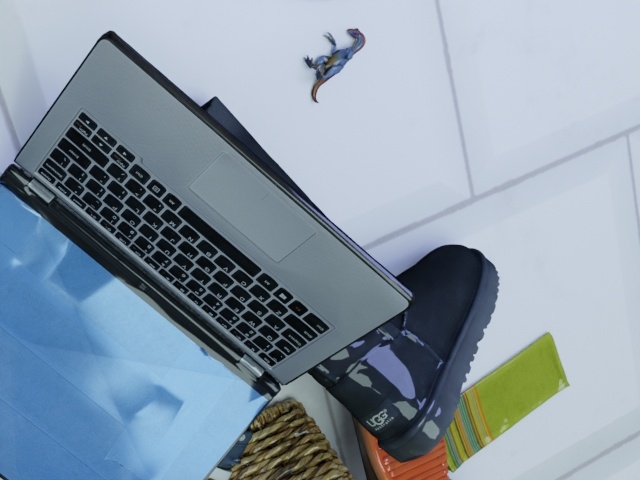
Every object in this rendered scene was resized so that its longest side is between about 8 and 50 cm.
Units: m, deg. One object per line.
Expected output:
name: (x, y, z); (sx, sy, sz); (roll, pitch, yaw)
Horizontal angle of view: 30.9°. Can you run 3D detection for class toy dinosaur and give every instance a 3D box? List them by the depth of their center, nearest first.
toy dinosaur: (0.020, -0.227, 1.430); (0.082, 0.047, 0.090); (-25, 148, -32)

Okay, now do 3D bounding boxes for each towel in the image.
towel: (0.264, 0.236, 1.694); (0.237, 0.021, 0.102); (-32, 118, -20)

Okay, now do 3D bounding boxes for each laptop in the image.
laptop: (-0.198, 0.085, 1.147); (0.382, 0.408, 0.236); (41, 50, -10)

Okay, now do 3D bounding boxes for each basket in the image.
basket: (-0.095, 0.387, 1.484); (0.299, 0.223, 0.213); (-27, 148, -22)

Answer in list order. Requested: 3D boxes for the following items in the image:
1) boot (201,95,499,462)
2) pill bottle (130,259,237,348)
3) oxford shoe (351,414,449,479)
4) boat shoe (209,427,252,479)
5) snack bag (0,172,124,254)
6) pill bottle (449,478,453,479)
boot: (0.000, 0.001, 1.393); (0.445, 0.367, 0.146); (40, 124, -12)
pill bottle: (-0.131, 0.098, 1.367); (0.216, 0.121, 0.121); (27, 89, -33)
oxford shoe: (0.098, 0.331, 1.521); (0.130, 0.133, 0.364); (-6, 70, -39)
boat shoe: (-0.185, 0.199, 1.350); (0.254, 0.095, 0.079); (35, 84, -27)
snack bag: (-0.400, 0.073, 1.256); (0.342, 0.037, 0.323); (21, 93, -33)
pill bottle: (0.207, 0.417, 1.598); (0.117, 0.208, 0.118); (-8, 107, -28)
